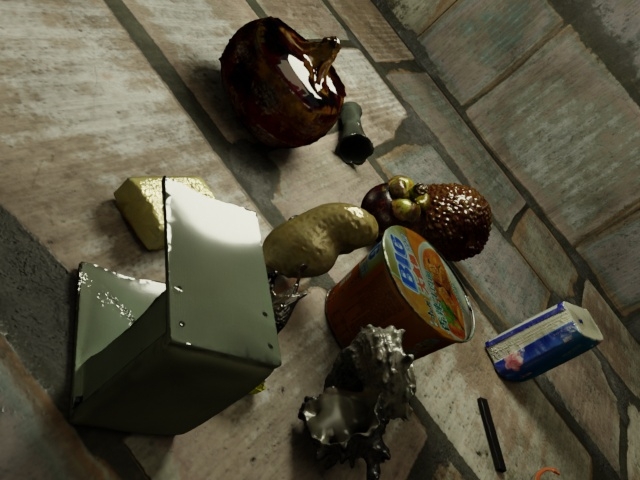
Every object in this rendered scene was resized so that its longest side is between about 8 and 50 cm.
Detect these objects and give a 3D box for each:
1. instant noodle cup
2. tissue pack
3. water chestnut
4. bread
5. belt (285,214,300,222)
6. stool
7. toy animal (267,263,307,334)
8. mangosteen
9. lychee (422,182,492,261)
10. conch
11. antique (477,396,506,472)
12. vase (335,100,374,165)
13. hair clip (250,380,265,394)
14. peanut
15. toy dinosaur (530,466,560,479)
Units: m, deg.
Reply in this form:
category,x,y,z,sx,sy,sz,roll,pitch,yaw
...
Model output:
category,x,y,z,sx,sy,sz,roll,pitch,yaw
instant noodle cup,0.160,0.141,1.339,0.296,0.214,0.296,34,35,-28
tissue pack,0.645,0.298,1.771,0.209,0.270,0.137,21,44,-46
water chestnut,-0.074,-0.407,1.524,0.350,0.302,0.350,32,40,-31
bread,-0.266,-0.053,1.121,0.188,0.068,0.125,-12,67,-58
belt,-0.034,-0.001,1.385,0.140,0.058,0.105,12,52,-48
stool,-0.210,0.100,0.857,0.170,0.243,0.269,23,41,-40
toy animal,-0.082,0.135,1.155,0.105,0.070,0.202,9,65,-3
mangosteen,0.216,-0.085,1.656,0.192,0.217,0.192,27,41,-26
lychee,0.383,-0.068,1.855,0.271,0.271,0.271,34,35,-28
conch,0.092,0.278,1.088,0.186,0.240,0.313,37,44,2
antique,0.425,0.480,1.530,0.031,0.015,0.192,29,36,-31
vase,0.100,-0.341,1.892,0.115,0.115,0.237,35,32,-26
hair clip,-0.144,0.197,1.002,0.173,0.046,0.072,55,-2,-37
peanut,0.000,0.000,1.270,0.253,0.122,0.137,-30,69,-15
toy dinosaur,0.534,0.614,1.493,0.279,0.055,0.101,8,29,-47
